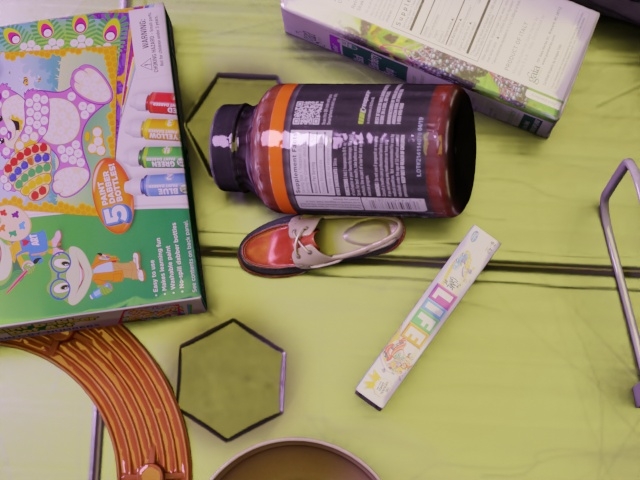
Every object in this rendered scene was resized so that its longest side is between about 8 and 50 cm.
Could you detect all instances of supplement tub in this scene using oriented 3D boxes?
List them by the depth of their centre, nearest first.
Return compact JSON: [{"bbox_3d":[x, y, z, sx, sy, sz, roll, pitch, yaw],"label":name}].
[{"bbox_3d":[0.016,-0.071,1.392,0.198,0.106,0.106,2,83,18],"label":"supplement tub"}]

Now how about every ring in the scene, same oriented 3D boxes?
[{"bbox_3d":[-0.270,0.191,1.413,0.336,0.032,0.336,0,83,2],"label":"ring"}]

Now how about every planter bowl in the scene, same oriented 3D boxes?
[{"bbox_3d":[-0.018,0.232,1.364,0.162,0.109,0.162,0,83,0],"label":"planter bowl"}]

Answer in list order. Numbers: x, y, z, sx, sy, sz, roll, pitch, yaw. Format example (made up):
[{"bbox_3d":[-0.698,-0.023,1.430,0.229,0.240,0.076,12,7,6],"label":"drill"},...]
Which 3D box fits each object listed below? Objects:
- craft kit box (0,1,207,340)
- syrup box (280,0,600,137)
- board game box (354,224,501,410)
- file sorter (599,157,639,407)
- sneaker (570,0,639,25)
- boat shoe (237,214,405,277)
[{"bbox_3d":[-0.227,-0.050,1.415,0.246,0.061,0.250,-9,75,2],"label":"craft kit box"},{"bbox_3d":[0.092,-0.173,1.418,0.237,0.093,0.096,22,84,3],"label":"syrup box"},{"bbox_3d":[0.082,0.062,1.385,0.026,0.103,0.154,36,86,5],"label":"board game box"},{"bbox_3d":[0.368,0.008,1.345,0.277,0.193,0.173,-11,80,0],"label":"file sorter"},{"bbox_3d":[0.270,-0.204,1.371,0.296,0.147,0.104,18,102,-4],"label":"sneaker"},{"bbox_3d":[0.000,0.000,1.425,0.137,0.043,0.049,-8,85,1],"label":"boat shoe"}]
